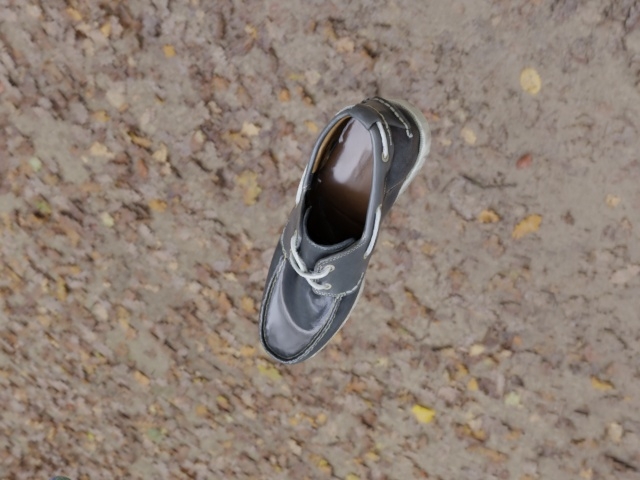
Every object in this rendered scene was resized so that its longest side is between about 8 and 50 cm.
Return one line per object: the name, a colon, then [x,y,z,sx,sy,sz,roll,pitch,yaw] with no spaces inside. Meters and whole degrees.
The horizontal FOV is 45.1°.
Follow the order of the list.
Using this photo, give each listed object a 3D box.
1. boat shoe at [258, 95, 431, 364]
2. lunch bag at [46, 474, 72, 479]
boat shoe: [0.000,0.000,0.582,0.084,0.079,0.233,33,115,16]
lunch bag: [-0.218,0.359,0.652,0.108,0.224,0.279,-20,114,0]
